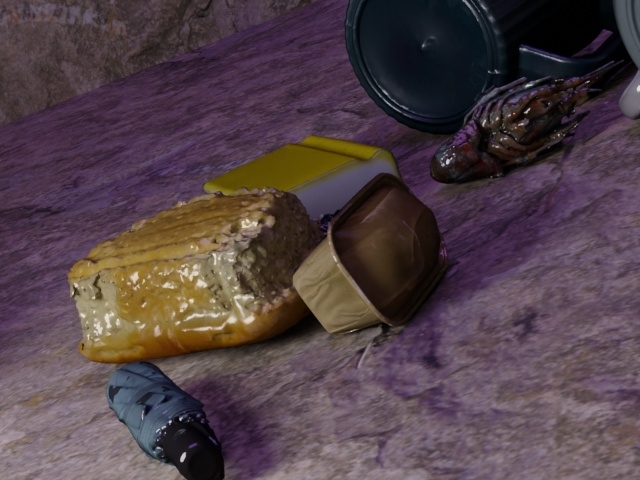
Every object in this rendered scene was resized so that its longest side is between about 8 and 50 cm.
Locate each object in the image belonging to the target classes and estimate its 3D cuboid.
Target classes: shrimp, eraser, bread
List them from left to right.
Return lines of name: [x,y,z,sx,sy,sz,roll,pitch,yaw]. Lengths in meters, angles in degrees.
bread: [-0.106,0.035,1.454,0.245,0.121,0.174,-8,26,30]
eraser: [-0.020,-0.054,1.759,0.158,0.069,0.226,-23,15,-16]
shrimp: [0.213,-0.130,1.676,0.233,0.090,0.079,-32,-7,8]

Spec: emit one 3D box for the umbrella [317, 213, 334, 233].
umbrella: [0.000,0.000,1.601,0.144,0.040,0.037,-26,23,-9]

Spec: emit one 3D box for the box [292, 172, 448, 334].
box: [0.049,0.011,1.379,0.111,0.111,0.177,-13,17,26]

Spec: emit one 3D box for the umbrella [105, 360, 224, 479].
umbrella: [-0.122,0.136,1.232,0.053,0.052,0.250,8,6,-18]

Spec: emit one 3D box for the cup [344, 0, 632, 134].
cup: [0.215,-0.264,1.980,0.292,0.308,0.242,-37,-10,-46]

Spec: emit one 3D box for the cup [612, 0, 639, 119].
cup: [0.410,-0.234,1.575,0.274,0.259,0.357,-35,-10,-44]
